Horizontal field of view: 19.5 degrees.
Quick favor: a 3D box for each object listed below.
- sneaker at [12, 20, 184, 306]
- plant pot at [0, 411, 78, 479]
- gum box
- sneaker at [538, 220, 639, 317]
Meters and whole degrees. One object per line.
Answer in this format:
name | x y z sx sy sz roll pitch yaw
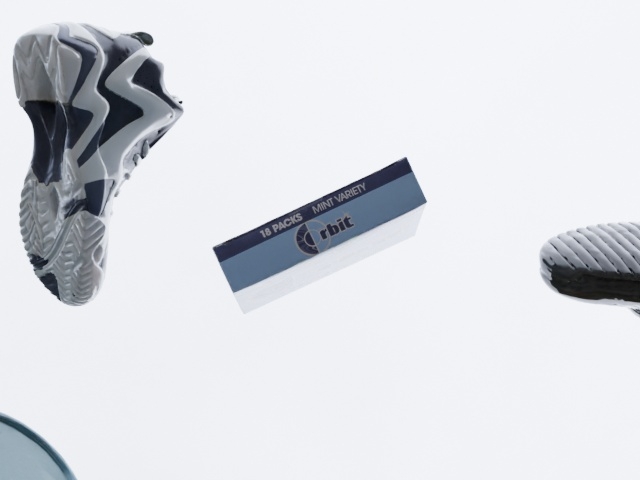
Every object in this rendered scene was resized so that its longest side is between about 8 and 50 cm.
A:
sneaker | -0.172 -0.070 1.565 0.094 0.153 0.235 1 -79 45
plant pot | -0.294 0.244 1.461 0.290 0.290 0.195 40 -70 -8
gum box | 0.000 0.000 1.426 0.157 0.184 0.041 -25 -97 -3
sneaker | 0.322 0.071 1.466 0.330 0.122 0.146 7 -70 -12
